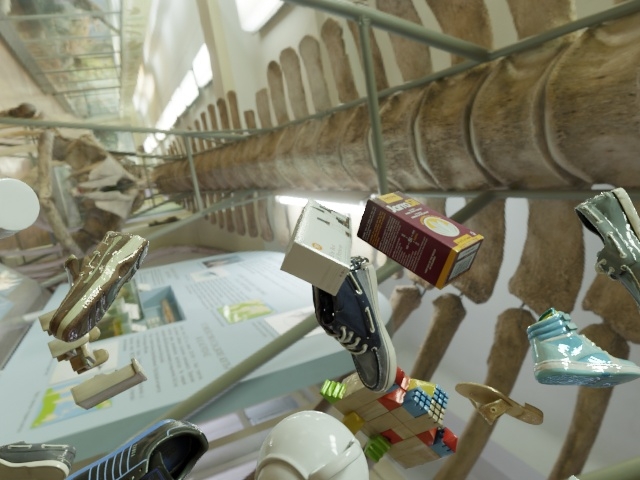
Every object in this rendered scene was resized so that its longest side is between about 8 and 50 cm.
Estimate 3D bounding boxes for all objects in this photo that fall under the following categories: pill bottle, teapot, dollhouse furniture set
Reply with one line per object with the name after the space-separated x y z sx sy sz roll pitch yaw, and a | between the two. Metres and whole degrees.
-0.892 -0.080 1.288 0.284 0.161 0.161 -6 -82 31 | pill bottle
-0.037 0.477 0.959 0.253 0.187 0.255 10 -79 32 | teapot
-0.587 0.289 1.272 0.242 0.161 0.212 58 -21 19 | dollhouse furniture set

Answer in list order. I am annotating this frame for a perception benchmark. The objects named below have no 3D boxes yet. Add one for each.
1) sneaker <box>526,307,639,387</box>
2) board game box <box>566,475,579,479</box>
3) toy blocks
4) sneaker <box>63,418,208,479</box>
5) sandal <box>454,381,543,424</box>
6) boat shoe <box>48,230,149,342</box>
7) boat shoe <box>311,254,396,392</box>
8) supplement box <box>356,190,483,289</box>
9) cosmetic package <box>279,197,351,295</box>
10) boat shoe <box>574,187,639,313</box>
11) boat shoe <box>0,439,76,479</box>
0.716 0.287 1.329 0.127 0.319 0.208 119 -25 -51 | sneaker
0.784 0.827 1.333 0.303 0.097 0.223 32 -35 29 | board game box
0.225 0.459 1.305 0.381 0.190 0.261 43 -50 -5 | toy blocks
-0.241 0.301 0.583 0.091 0.232 0.081 -16 -76 47 | sneaker
0.480 0.463 1.307 0.088 0.240 0.079 100 12 -47 | sandal
-0.394 0.068 0.827 0.257 0.095 0.095 -75 -169 -60 | boat shoe
0.069 0.216 1.137 0.127 0.158 0.340 -11 -86 45 | boat shoe
0.172 -0.007 0.856 0.188 0.104 0.080 34 -56 30 | supplement box
0.000 0.000 0.844 0.239 0.099 0.060 -81 -164 -68 | cosmetic package
0.579 0.040 0.934 0.116 0.099 0.319 51 33 -46 | boat shoe
-0.579 0.424 0.935 0.065 0.206 0.075 -87 180 -64 | boat shoe
